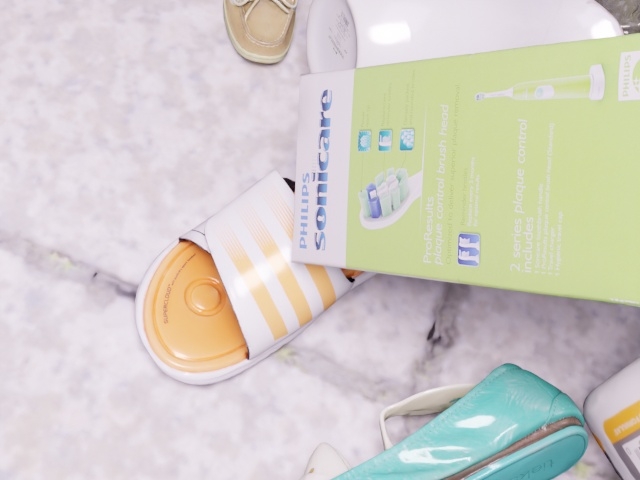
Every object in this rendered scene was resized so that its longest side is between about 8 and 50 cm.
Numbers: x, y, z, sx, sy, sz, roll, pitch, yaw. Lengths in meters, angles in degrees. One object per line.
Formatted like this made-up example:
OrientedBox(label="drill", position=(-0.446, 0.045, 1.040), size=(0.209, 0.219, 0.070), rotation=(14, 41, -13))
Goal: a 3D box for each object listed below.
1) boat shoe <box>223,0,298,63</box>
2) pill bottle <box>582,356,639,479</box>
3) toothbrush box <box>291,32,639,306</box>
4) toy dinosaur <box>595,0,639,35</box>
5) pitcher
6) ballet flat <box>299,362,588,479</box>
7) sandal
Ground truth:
OrientedBox(label="boat shoe", position=(-0.041, -0.204, 0.836), size=(0.056, 0.048, 0.153), rotation=(8, 64, -7))
OrientedBox(label="pill bottle", position=(0.295, 0.174, 0.664), size=(0.162, 0.162, 0.278), rotation=(-25, 73, -21))
OrientedBox(label="toothbrush box", position=(0.146, -0.034, 0.614), size=(0.206, 0.283, 0.122), rotation=(2, 93, -36))
OrientedBox(label="toy dinosaur", position=(0.246, -0.216, 0.894), size=(0.118, 0.064, 0.268), rotation=(-17, 66, -11))
OrientedBox(label="pitcher", position=(0.089, -0.162, 0.814), size=(0.207, 0.125, 0.178), rotation=(-8, 46, -26))
OrientedBox(label="ballet flat", position=(0.044, 0.149, 0.679), size=(0.247, 0.083, 0.087), rotation=(-26, 47, -17))
OrientedBox(label="sandal", position=(-0.006, -0.009, 0.736), size=(0.265, 0.076, 0.102), rotation=(-31, 75, -22))
